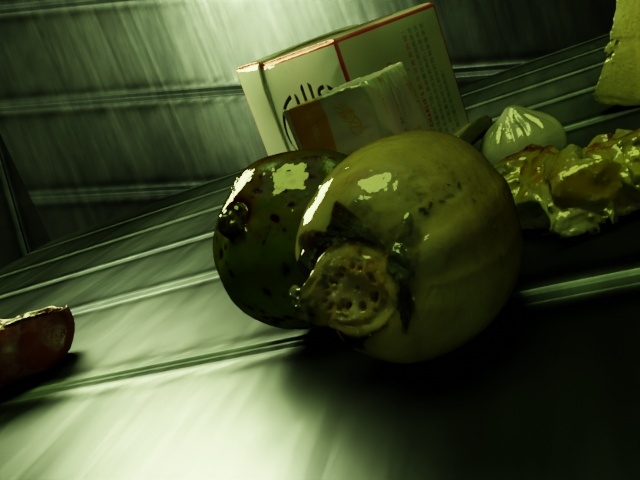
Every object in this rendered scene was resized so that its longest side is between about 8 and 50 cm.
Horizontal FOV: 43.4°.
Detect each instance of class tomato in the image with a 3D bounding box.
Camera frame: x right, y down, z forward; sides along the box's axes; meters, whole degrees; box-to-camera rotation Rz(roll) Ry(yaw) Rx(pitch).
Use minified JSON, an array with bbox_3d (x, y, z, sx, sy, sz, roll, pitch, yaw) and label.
[{"bbox_3d":[-0.458,0.162,1.160,0.228,0.101,0.228,-15,6,2],"label":"tomato"}]

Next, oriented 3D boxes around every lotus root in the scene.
[{"bbox_3d":[0.094,-0.011,0.712,0.183,0.182,0.310,-15,13,30],"label":"lotus root"}]

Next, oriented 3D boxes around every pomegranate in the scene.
[{"bbox_3d":[0.009,-0.005,0.854,0.246,0.198,0.198,-4,9,-9],"label":"pomegranate"}]

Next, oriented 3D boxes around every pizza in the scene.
[{"bbox_3d":[0.276,-0.070,0.903,0.223,0.089,0.323,-25,11,-30],"label":"pizza"}]

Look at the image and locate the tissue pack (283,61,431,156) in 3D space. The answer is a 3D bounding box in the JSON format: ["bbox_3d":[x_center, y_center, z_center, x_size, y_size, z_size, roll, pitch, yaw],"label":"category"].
[{"bbox_3d":[0.074,-0.094,1.024,0.124,0.225,0.185,-17,12,25],"label":"tissue pack"}]

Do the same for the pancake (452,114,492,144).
[{"bbox_3d":[0.194,-0.129,1.332,0.242,0.050,0.242,-33,0,0],"label":"pancake"}]

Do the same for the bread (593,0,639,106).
[{"bbox_3d":[0.570,-0.378,1.387,0.198,0.236,0.263,-9,17,48],"label":"bread"}]

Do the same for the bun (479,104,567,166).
[{"bbox_3d":[0.311,-0.166,1.258,0.138,0.094,0.138,-20,15,5],"label":"bun"}]

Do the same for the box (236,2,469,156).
[{"bbox_3d":[0.076,-0.269,1.621,0.312,0.314,0.300,-31,17,-38],"label":"box"}]
